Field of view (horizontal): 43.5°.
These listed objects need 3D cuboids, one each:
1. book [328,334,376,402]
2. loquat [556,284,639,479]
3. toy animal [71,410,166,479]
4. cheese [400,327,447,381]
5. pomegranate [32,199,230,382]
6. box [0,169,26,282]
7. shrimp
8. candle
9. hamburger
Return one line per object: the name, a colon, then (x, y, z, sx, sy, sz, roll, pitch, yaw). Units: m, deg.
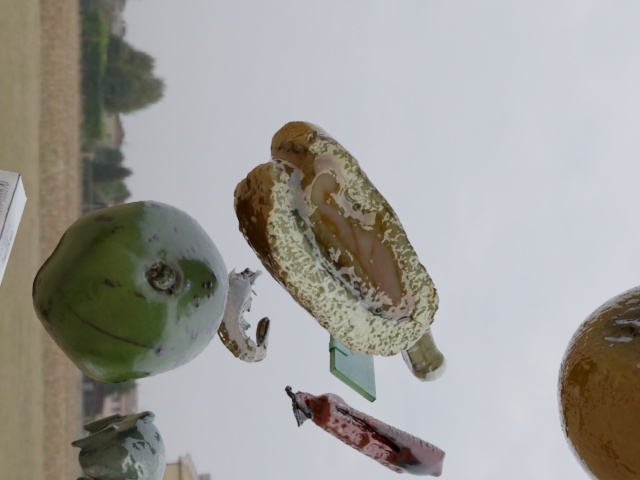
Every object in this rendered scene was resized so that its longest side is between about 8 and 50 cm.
book: (0.055, 0.208, 1.390, 0.017, 0.103, 0.135, -44, -161, 21)
loquat: (0.378, 0.159, 0.817, 0.263, 0.263, 0.263, 180, -90, -75)
toy animal: (-0.275, 0.382, 1.168, 0.125, 0.127, 0.251, -24, 98, -61)
cheese: (0.193, 0.178, 1.792, 0.286, 0.082, 0.163, 65, -5, -13)
pomegranate: (-0.259, 0.070, 1.083, 0.270, 0.254, 0.254, -11, -101, 51)
box: (-0.667, -0.009, 1.452, 0.111, 0.194, 0.260, 118, -18, -64)
shrimp: (-0.145, 0.150, 1.611, 0.173, 0.058, 0.253, 58, 22, -11)
candle: (0.065, 0.279, 1.167, 0.084, 0.302, 0.059, -38, -147, 29)
hamburger: (0.000, -0.002, 1.029, 0.330, 0.162, 0.209, 50, -8, -32)
